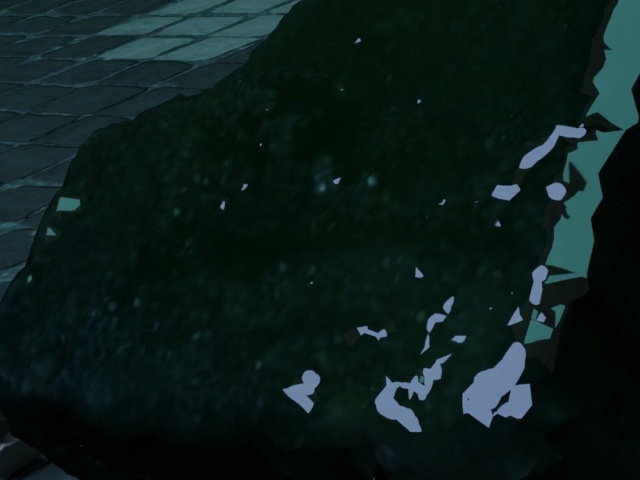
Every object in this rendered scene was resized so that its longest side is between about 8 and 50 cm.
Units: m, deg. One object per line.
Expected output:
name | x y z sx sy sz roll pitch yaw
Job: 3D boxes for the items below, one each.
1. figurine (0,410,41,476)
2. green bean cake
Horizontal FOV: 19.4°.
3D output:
figurine | -0.244 0.101 0.937 0.195 0.111 0.102 -20 38 -36
green bean cake | 0.044 -0.014 0.799 0.300 0.169 0.307 3 63 40
